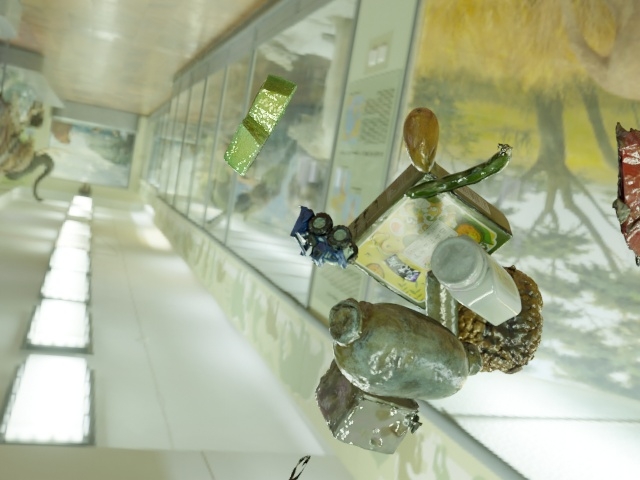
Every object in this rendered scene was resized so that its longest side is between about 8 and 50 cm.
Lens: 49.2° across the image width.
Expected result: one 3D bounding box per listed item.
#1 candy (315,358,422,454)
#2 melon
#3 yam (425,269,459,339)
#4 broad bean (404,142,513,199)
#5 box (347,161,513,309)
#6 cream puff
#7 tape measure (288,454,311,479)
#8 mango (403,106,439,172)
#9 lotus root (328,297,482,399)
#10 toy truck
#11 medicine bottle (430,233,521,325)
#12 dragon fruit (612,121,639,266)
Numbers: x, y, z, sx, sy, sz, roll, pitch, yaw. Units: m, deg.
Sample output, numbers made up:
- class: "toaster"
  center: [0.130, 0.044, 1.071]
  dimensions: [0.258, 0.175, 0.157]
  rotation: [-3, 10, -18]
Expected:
- class: "candy"
  center: [0.103, 0.356, 1.518]
  dimensions: [0.184, 0.137, 0.195]
  rotation: [20, -166, -23]
- class: "melon"
  center: [-0.117, -0.206, 1.269]
  dimensions: [0.064, 0.118, 0.209]
  rotation: [31, -134, -8]
- class: "yam"
  center: [0.338, 0.198, 1.936]
  dimensions: [0.093, 0.259, 0.093]
  rotation: [-5, -151, 3]
- class: "broad bean"
  center: [0.354, -0.165, 1.726]
  dimensions: [0.292, 0.049, 0.144]
  rotation: [-25, 161, 31]
- class: "box"
  center: [0.326, -0.016, 2.216]
  dimensions: [0.373, 0.420, 0.138]
  rotation: [33, -148, -21]
- class: "cream puff"
  center: [0.529, 0.229, 2.083]
  dimensions: [0.343, 0.327, 0.231]
  rotation: [-33, 176, -7]
- class: "tape measure"
  center: [-0.067, 0.583, 1.579]
  dimensions: [0.107, 0.180, 0.104]
  rotation: [58, 173, -28]
- class: "mango"
  center: [0.257, -0.261, 1.794]
  dimensions: [0.089, 0.165, 0.115]
  rotation: [0, 161, 25]
- class: "lotus root"
  center: [0.162, 0.215, 1.293]
  dimensions: [0.349, 0.175, 0.175]
  rotation: [21, 178, -29]
- class: "toy truck"
  center: [0.000, 0.000, 1.972]
  dimensions: [0.208, 0.126, 0.113]
  rotation: [35, 163, 34]
- class: "medicine bottle"
  center: [0.364, 0.088, 1.637]
  dimensions: [0.124, 0.179, 0.324]
  rotation: [-31, 151, 16]
- class: "dragon fruit"
  center: [0.678, -0.086, 1.342]
  dimensions: [0.343, 0.282, 0.100]
  rotation: [-9, -166, -39]
